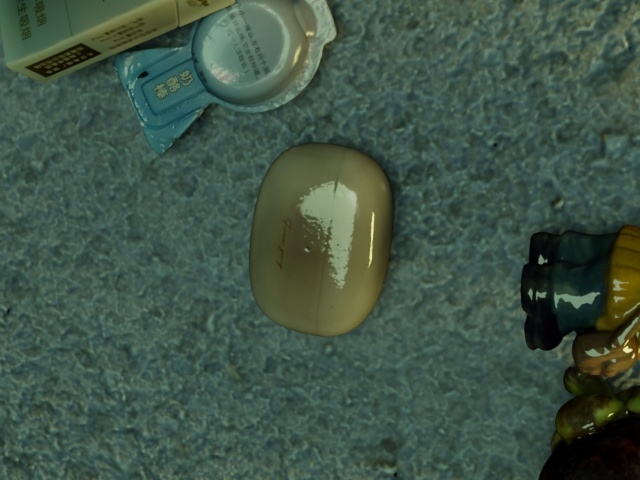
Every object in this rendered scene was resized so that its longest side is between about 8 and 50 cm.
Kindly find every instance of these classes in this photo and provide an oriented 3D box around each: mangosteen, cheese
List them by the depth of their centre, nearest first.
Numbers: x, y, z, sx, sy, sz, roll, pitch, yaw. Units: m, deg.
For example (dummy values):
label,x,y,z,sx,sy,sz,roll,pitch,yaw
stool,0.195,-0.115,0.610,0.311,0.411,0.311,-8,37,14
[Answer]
label,x,y,z,sx,sy,sz,roll,pitch,yaw
mangosteen,0.286,0.214,0.871,0.192,0.192,0.217,-29,68,20
cheese,-0.098,-0.187,0.963,0.245,0.052,0.135,-23,91,21

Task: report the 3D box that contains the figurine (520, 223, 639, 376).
label,x,y,z,sx,sy,sz,roll,pitch,yaw
figurine,0.348,0.035,0.807,0.332,0.185,0.204,14,128,13

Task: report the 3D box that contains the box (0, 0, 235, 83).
label,x,y,z,sx,sy,sz,roll,pitch,yaw
box,-0.217,-0.276,0.950,0.243,0.067,0.155,-16,78,20

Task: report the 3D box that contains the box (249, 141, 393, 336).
label,x,y,z,sx,sy,sz,roll,pitch,yaw
box,0.000,0.000,0.952,0.146,0.088,0.200,13,106,16
